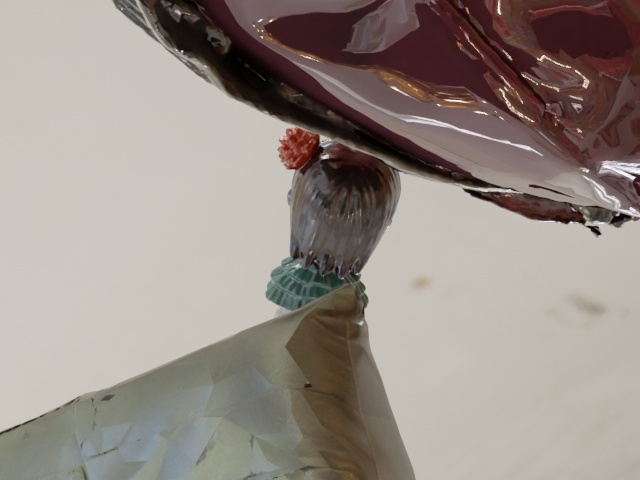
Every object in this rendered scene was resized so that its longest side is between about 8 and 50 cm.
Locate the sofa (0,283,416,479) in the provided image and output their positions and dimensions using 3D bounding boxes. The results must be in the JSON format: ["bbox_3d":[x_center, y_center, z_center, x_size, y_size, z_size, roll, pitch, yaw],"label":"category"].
[{"bbox_3d":[-0.087,0.126,0.504,0.225,0.210,0.176,0,-111,-59],"label":"sofa"}]

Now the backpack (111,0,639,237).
[{"bbox_3d":[0.024,-0.126,0.674,0.317,0.197,0.283,44,178,-22],"label":"backpack"}]

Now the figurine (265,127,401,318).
[{"bbox_3d":[0.000,0.000,0.863,0.060,0.106,0.047,15,-154,1],"label":"figurine"}]
